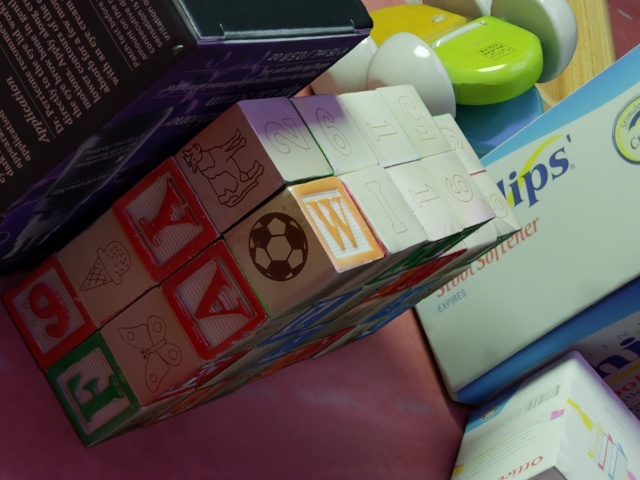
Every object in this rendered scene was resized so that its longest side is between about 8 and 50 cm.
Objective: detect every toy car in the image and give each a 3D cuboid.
[{"bbox_3d":[0.092,-0.109,1.046,0.159,0.182,0.136,-27,118,-25],"label":"toy car"}]

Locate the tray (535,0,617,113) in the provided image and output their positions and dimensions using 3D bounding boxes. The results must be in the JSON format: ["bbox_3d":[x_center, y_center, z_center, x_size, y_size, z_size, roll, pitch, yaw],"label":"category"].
[{"bbox_3d":[0.192,-0.213,1.380,0.203,0.076,0.411,40,33,-24],"label":"tray"}]

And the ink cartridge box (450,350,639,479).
[{"bbox_3d":[0.141,0.156,0.892,0.090,0.092,0.143,48,31,-12],"label":"ink cartridge box"}]

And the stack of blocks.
[{"bbox_3d":[0.000,0.000,0.775,0.087,0.171,0.297,59,29,9],"label":"stack of blocks"}]

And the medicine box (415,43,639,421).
[{"bbox_3d":[0.244,0.007,1.022,0.289,0.263,0.149,15,47,-48],"label":"medicine box"}]

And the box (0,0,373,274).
[{"bbox_3d":[-0.107,-0.078,0.667,0.108,0.207,0.153,58,31,8],"label":"box"}]
